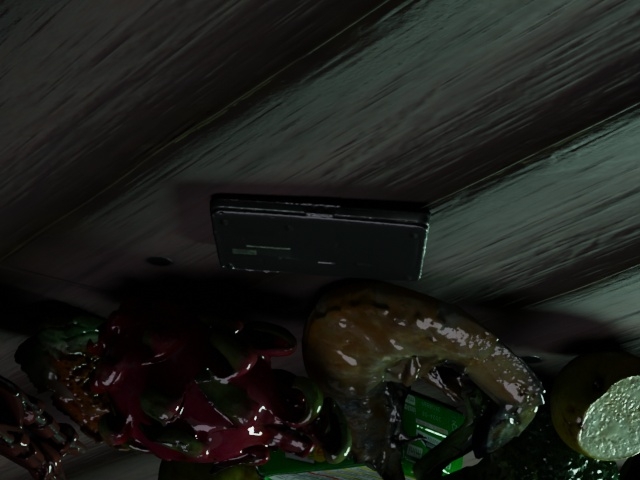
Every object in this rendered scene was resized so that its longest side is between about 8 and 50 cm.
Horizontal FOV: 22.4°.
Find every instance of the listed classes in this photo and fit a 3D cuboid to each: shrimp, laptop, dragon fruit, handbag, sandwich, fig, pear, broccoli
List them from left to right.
[{"bbox_3d":[-0.413,0.166,1.827,0.275,0.084,0.260,28,164,17],"label":"handbag"},{"bbox_3d":[-0.259,0.171,1.863,0.109,0.160,0.185,-30,153,24],"label":"sandwich"},{"bbox_3d":[-0.114,0.155,1.758,0.273,0.198,0.218,9,144,-30],"label":"dragon fruit"},{"bbox_3d":[-0.140,0.334,2.257,0.181,0.181,0.191,16,-176,-30],"label":"fig"},{"bbox_3d":[0.000,0.000,1.558,0.207,0.026,0.154,3,159,1],"label":"laptop"},{"bbox_3d":[0.114,0.185,1.834,0.272,0.085,0.445,13,146,10],"label":"shrimp"},{"bbox_3d":[0.240,0.308,1.978,0.245,0.294,0.265,-21,178,26],"label":"broccoli"},{"bbox_3d":[0.329,0.180,1.868,0.141,0.104,0.141,-13,127,-17],"label":"pear"}]

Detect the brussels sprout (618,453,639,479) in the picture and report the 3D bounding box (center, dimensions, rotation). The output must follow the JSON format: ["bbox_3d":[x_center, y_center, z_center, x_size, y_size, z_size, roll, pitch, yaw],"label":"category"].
[{"bbox_3d":[0.513,0.357,2.133,0.210,0.219,0.271,19,170,-42],"label":"brussels sprout"}]

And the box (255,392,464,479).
[{"bbox_3d":[0.050,0.270,2.147,0.250,0.103,0.180,-13,153,39],"label":"box"}]
